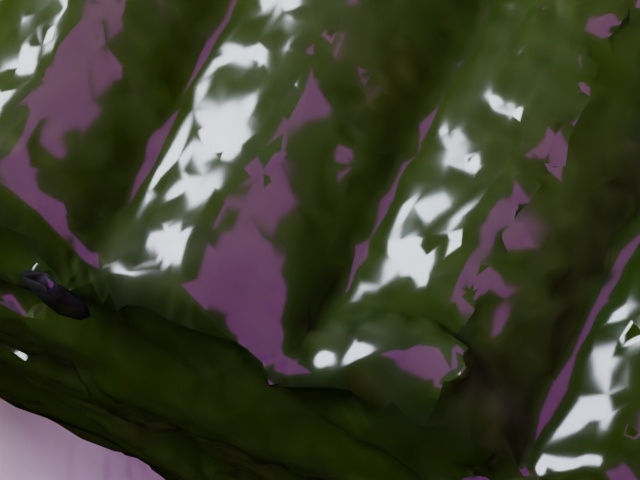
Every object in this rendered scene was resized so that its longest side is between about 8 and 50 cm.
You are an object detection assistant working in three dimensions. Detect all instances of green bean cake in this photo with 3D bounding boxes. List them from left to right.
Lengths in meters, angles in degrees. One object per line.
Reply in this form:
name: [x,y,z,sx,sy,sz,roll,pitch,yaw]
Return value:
green bean cake: [0.000,0.000,0.573,0.319,0.335,0.218,24,82,6]
